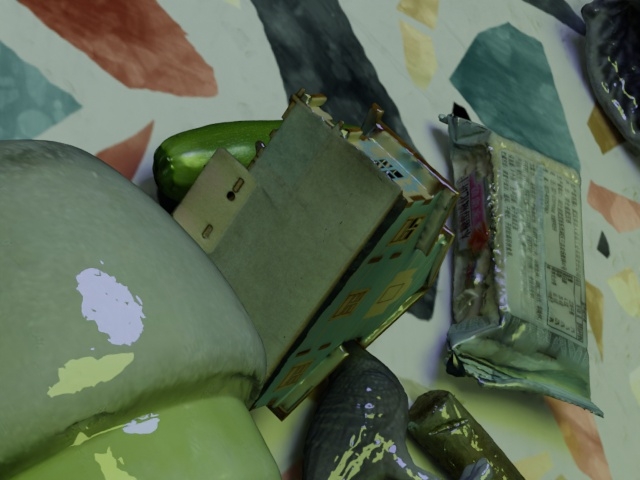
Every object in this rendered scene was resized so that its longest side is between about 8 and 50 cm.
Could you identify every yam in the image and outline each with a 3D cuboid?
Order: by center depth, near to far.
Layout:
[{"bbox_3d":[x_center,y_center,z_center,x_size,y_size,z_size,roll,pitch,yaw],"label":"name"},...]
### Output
[{"bbox_3d":[0.136,0.196,1.449,0.132,0.054,0.054,48,45,-10],"label":"yam"}]

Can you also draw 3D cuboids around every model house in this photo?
[{"bbox_3d":[0.000,0.000,1.317,0.178,0.271,0.206,42,22,20],"label":"model house"}]

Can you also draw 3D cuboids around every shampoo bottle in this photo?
[{"bbox_3d":[-0.197,0.107,1.024,0.322,0.322,0.317,-11,66,-44],"label":"shampoo bottle"}]

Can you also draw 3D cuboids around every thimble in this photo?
[{"bbox_3d":[0.432,-0.217,1.829,0.245,0.217,0.157,48,38,14],"label":"thimble"}]

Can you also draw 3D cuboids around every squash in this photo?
[{"bbox_3d":[-0.035,-0.069,1.430,0.292,0.082,0.082,-2,68,-41],"label":"squash"}]

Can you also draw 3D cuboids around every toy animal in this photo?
[{"bbox_3d":[0.044,0.191,1.344,0.205,0.081,0.367,16,53,-8],"label":"toy animal"}]

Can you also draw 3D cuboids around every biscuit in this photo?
[{"bbox_3d":[0.196,0.018,1.583,0.186,0.079,0.309,20,55,-29],"label":"biscuit"}]

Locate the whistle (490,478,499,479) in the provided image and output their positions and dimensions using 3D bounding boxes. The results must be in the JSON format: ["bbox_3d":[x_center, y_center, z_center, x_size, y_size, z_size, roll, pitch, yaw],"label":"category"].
[{"bbox_3d":[0.171,0.316,1.393,0.123,0.123,0.223,-22,102,-45],"label":"whistle"}]
